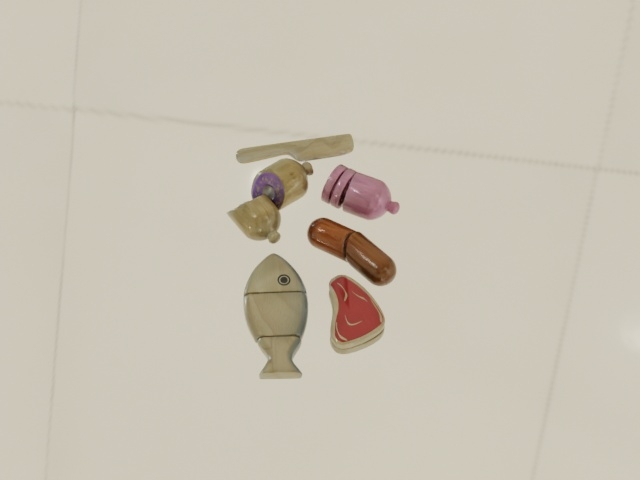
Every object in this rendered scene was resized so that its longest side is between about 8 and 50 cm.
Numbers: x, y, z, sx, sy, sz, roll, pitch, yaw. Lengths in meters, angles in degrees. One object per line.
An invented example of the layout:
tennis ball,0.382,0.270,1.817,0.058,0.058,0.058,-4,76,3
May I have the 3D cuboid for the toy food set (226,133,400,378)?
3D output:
toy food set,0.000,0.000,0.616,0.078,0.122,0.019,-9,148,-8
